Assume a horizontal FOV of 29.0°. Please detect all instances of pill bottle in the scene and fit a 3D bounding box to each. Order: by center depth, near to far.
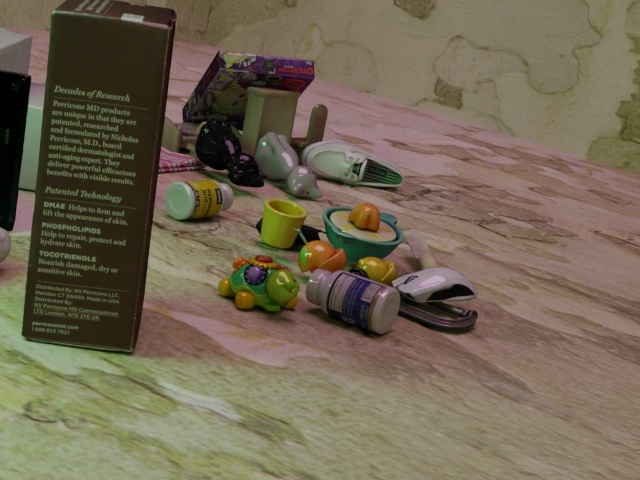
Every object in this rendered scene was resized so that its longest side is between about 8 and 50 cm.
[{"bbox_3d":[0.042,0.079,1.684,0.120,0.067,0.067,19,16,27],"label":"pill bottle"},{"bbox_3d":[-0.202,-0.070,2.090,0.065,0.065,0.116,20,17,33],"label":"pill bottle"}]

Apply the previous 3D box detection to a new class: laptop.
[{"bbox_3d":[-0.560,-0.160,1.825,0.264,0.234,0.136,9,15,-5],"label":"laptop"}]

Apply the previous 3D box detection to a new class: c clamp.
[{"bbox_3d":[0.166,0.096,1.804,0.137,0.022,0.160,-3,19,-43],"label":"c clamp"}]

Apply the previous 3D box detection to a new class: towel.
[{"bbox_3d":[-0.333,-0.167,2.442,0.144,0.029,0.197,21,17,31],"label":"towel"}]

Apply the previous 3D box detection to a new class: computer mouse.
[{"bbox_3d":[0.143,0.062,1.806,0.193,0.042,0.106,-2,17,-26],"label":"computer mouse"},{"bbox_3d":[0.000,0.000,2.044,0.242,0.041,0.071,10,4,-29],"label":"computer mouse"}]

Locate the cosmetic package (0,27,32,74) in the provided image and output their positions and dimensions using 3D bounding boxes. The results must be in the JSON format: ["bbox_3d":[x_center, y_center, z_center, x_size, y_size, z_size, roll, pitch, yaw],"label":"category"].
[{"bbox_3d":[-0.570,-0.296,2.044,0.117,0.086,0.231,12,17,4],"label":"cosmetic package"}]

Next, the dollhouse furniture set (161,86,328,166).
[{"bbox_3d":[-0.206,-0.276,2.670,0.355,0.174,0.303,23,18,40],"label":"dollhouse furniture set"}]

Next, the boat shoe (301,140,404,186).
[{"bbox_3d":[0.074,-0.160,2.606,0.226,0.083,0.076,6,14,-22],"label":"boat shoe"}]

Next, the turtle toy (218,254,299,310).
[{"bbox_3d":[-0.074,0.058,1.682,0.095,0.066,0.130,1,17,-34],"label":"turtle toy"}]

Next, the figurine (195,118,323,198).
[{"bbox_3d":[-0.114,-0.144,2.412,0.214,0.092,0.209,10,21,-29],"label":"figurine"}]

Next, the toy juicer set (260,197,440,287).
[{"bbox_3d":[0.084,0.001,1.931,0.329,0.090,0.209,4,25,-33],"label":"toy juicer set"}]

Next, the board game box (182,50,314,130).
[{"bbox_3d":[-0.163,-0.316,2.680,0.208,0.056,0.347,-1,-14,-19],"label":"board game box"}]

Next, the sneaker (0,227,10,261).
[{"bbox_3d":[-0.539,-0.031,1.635,0.292,0.110,0.118,25,11,20],"label":"sneaker"}]

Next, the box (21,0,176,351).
[{"bbox_3d":[-0.257,-0.082,1.447,0.143,0.382,0.191,9,14,-7],"label":"box"}]

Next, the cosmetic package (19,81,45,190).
[{"bbox_3d":[-0.492,-0.179,2.117,0.365,0.155,0.197,10,18,-6],"label":"cosmetic package"}]
